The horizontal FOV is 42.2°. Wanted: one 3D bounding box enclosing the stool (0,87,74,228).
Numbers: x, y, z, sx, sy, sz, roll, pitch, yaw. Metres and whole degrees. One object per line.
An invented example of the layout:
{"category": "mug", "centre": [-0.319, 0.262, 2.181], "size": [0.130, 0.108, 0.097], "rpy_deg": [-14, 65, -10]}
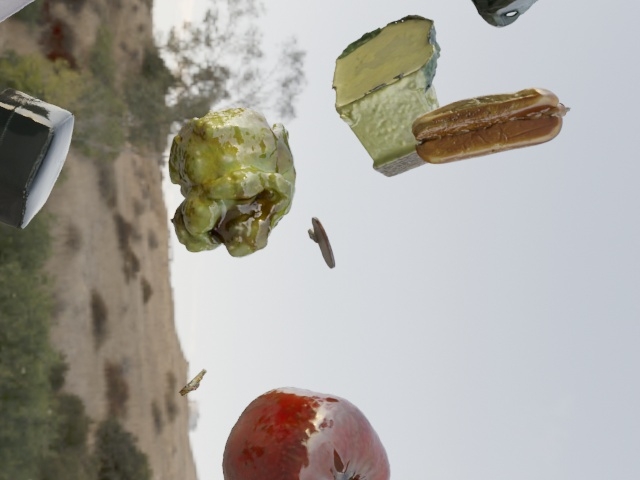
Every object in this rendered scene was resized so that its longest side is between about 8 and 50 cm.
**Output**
{"category": "stool", "centre": [-0.537, -0.146, 1.459], "size": [0.232, 0.141, 0.232], "rpy_deg": [-62, -170, 20]}

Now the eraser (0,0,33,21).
{"category": "eraser", "centre": [-0.497, -0.452, 1.208], "size": [0.359, 0.272, 0.122], "rpy_deg": [-58, 162, -45]}

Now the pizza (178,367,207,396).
{"category": "pizza", "centre": [-0.285, 0.325, 1.842], "size": [0.083, 0.025, 0.078], "rpy_deg": [-44, 180, 9]}

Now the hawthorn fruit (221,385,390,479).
{"category": "hawthorn fruit", "centre": [-0.036, 0.374, 1.384], "size": [0.299, 0.275, 0.276], "rpy_deg": [28, -58, 36]}

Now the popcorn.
{"category": "popcorn", "centre": [-0.153, -0.101, 1.449], "size": [0.276, 0.225, 0.276], "rpy_deg": [56, 17, -28]}

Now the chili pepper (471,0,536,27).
{"category": "chili pepper", "centre": [0.273, -0.365, 1.160], "size": [0.216, 0.108, 0.062], "rpy_deg": [158, -45, -77]}

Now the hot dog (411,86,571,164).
{"category": "hot dog", "centre": [0.254, -0.172, 1.233], "size": [0.062, 0.235, 0.092], "rpy_deg": [-75, 155, -74]}

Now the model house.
{"category": "model house", "centre": [0.192, -0.317, 1.883], "size": [0.266, 0.261, 0.321], "rpy_deg": [56, 22, -31]}

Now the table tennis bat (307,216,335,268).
{"category": "table tennis bat", "centre": [0.000, 0.000, 1.465], "size": [0.158, 0.014, 0.095], "rpy_deg": [-143, -147, -75]}
